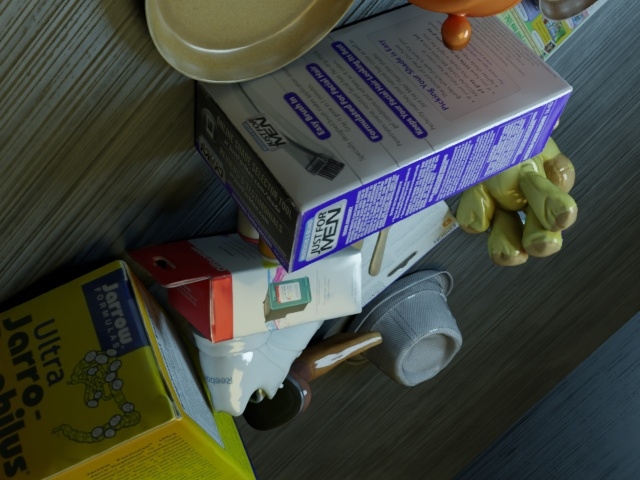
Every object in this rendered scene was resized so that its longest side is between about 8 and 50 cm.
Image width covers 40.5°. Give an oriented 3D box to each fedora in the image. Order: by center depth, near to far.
[{"bbox_3d":[0.165,0.173,1.531,0.244,0.124,0.275,-35,153,-5],"label":"fedora"}]

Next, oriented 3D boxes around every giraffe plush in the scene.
[{"bbox_3d":[0.299,-0.091,1.266,0.181,0.210,0.170,-25,-173,45],"label":"giraffe plush"}]

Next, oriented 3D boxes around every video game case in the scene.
[{"bbox_3d":[0.293,-0.312,1.056,0.193,0.023,0.212,-45,153,12],"label":"video game case"}]

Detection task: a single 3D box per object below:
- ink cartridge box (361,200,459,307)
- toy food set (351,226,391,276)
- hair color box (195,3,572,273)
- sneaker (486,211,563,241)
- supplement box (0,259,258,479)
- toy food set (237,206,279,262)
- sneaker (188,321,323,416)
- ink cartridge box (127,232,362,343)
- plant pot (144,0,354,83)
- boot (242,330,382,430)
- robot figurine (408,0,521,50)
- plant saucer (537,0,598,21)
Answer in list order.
[{"bbox_3d":[0.083,0.002,1.253,0.223,0.045,0.224,-41,154,6],"label":"ink cartridge box"},{"bbox_3d":[0.000,0.000,1.119,0.192,0.038,0.132,-5,124,-28],"label":"toy food set"},{"bbox_3d":[0.064,-0.124,0.884,0.339,0.185,0.110,-24,151,-25],"label":"hair color box"},{"bbox_3d":[0.349,-0.025,1.450,0.083,0.098,0.224,-46,161,31],"label":"sneaker"},{"bbox_3d":[-0.226,0.209,0.999,0.195,0.194,0.356,-25,151,-3],"label":"supplement box"},{"bbox_3d":[-0.016,-0.031,0.977,0.232,0.111,0.104,-46,153,-46],"label":"toy food set"},{"bbox_3d":[-0.075,0.130,1.102,0.297,0.111,0.129,-17,108,-64],"label":"sneaker"},{"bbox_3d":[-0.084,0.045,0.967,0.231,0.134,0.078,-9,109,-28],"label":"ink cartridge box"},{"bbox_3d":[-0.049,-0.238,0.739,0.236,0.032,0.236,-30,152,-18],"label":"plant pot"},{"bbox_3d":[-0.014,0.199,1.288,0.281,0.096,0.264,-15,171,-37],"label":"boot"},{"bbox_3d":[0.133,-0.266,0.789,0.128,0.158,0.219,-26,178,29],"label":"robot figurine"},{"bbox_3d":[0.306,-0.328,0.988,0.168,0.029,0.168,-29,151,-18],"label":"plant saucer"}]
